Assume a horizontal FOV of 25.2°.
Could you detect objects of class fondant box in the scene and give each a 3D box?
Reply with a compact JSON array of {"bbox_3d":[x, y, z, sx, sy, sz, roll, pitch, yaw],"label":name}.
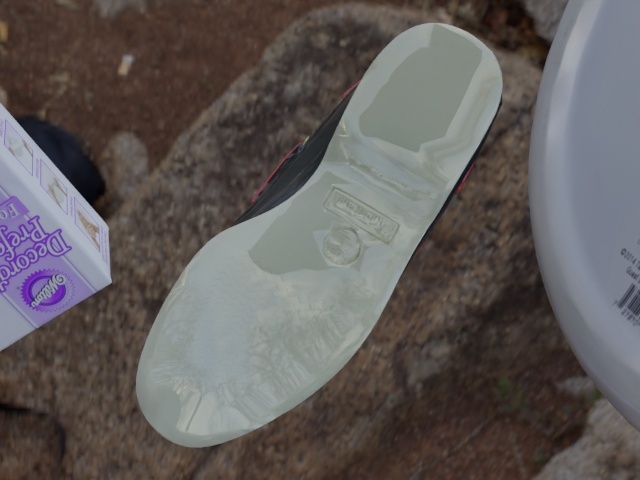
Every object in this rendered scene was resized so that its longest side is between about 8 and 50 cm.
[{"bbox_3d":[-0.375,-0.035,1.262,0.238,0.330,0.096,-31,35,9],"label":"fondant box"}]

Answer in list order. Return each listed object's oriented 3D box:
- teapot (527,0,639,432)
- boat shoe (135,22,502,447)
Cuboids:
[{"bbox_3d":[0.205,-0.020,0.437,0.187,0.252,0.256,20,65,-35],"label":"teapot"},{"bbox_3d":[0.001,0.001,0.387,0.049,0.042,0.133,37,85,4],"label":"boat shoe"}]
